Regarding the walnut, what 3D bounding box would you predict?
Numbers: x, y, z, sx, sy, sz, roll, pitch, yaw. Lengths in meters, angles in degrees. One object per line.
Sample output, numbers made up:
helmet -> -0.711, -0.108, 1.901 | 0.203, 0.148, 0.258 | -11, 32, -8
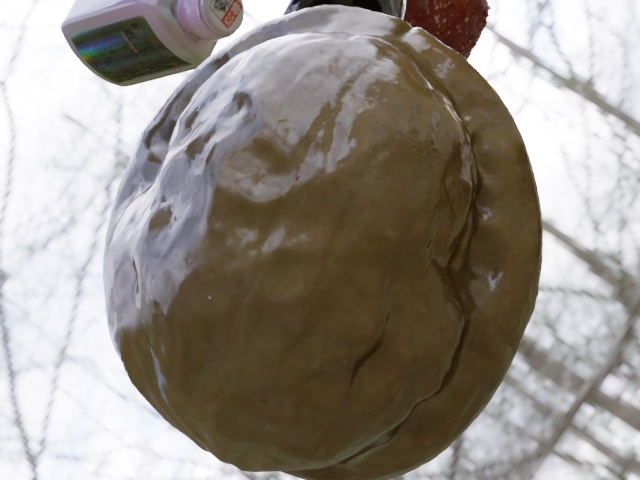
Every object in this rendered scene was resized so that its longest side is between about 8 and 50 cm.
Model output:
walnut -> -0.006, 0.012, 1.456 | 0.383, 0.383, 0.383 | -46, -23, -26

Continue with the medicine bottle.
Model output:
medicine bottle -> -0.178, -0.235, 1.939 | 0.115, 0.219, 0.078 | 45, -125, -32

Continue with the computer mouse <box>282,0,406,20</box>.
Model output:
computer mouse -> 0.027, -0.195, 1.664 | 0.137, 0.086, 0.269 | -55, -5, 2

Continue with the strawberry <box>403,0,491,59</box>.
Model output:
strawberry -> 0.109, -0.303, 2.375 | 0.257, 0.257, 0.277 | -29, -69, -51
